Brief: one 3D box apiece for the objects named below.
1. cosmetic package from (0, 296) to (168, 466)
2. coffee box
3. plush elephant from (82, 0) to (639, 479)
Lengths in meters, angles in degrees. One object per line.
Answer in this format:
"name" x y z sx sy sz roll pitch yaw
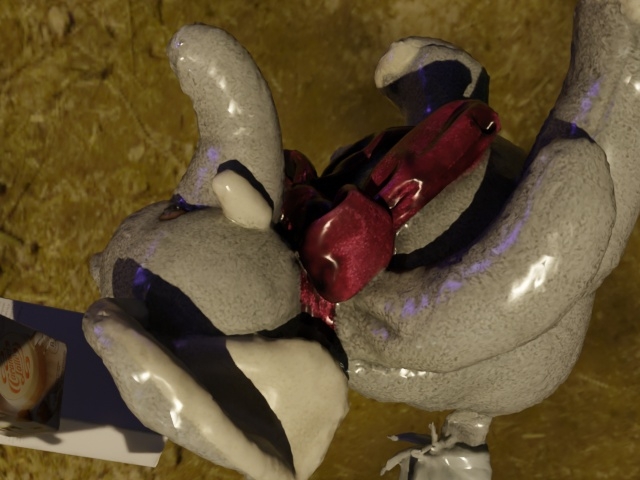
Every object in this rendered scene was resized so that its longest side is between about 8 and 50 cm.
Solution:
"cosmetic package" -0.447 0.246 1.646 0.385 0.156 0.217 15 52 -13
"coffee box" -0.477 0.187 1.347 0.098 0.246 0.141 -9 67 18
"plush elephant" 0.000 0.000 0.499 0.255 0.272 0.330 10 94 -23
